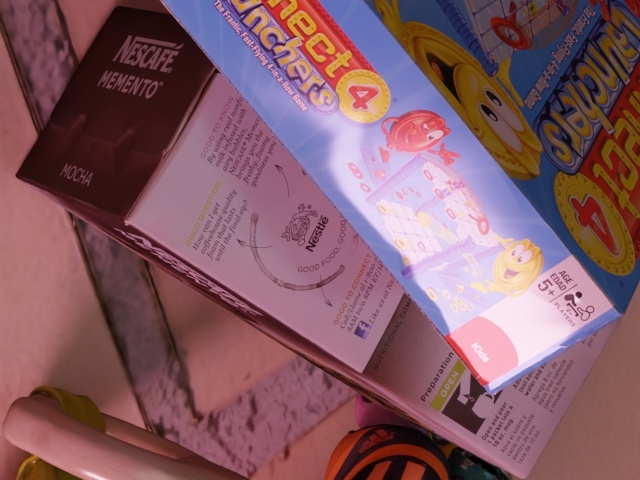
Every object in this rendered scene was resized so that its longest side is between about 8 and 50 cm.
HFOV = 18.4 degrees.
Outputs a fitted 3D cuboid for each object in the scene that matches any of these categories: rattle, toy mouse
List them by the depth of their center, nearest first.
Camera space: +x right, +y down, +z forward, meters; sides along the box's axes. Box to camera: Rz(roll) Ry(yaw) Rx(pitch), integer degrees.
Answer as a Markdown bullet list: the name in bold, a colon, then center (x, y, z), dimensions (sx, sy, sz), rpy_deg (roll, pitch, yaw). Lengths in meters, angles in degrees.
- **rattle**: center (-0.096, 0.170, 1.105), dimensions (0.130, 0.200, 0.142), rpy_deg (105, 10, -72)
- **toy mouse**: center (0.070, 0.136, 1.294), dimensions (0.161, 0.143, 0.031), rpy_deg (35, 92, -19)

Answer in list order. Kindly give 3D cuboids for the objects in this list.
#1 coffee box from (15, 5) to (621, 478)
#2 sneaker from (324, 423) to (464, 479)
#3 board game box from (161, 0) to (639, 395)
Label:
- **coffee box**: center (0.000, 0.000, 1.110), dimensions (0.297, 0.168, 0.119), rpy_deg (34, 83, -30)
- **sneaker**: center (0.016, 0.245, 1.257), dimensions (0.321, 0.125, 0.180), rpy_deg (-61, 179, 40)
- **board game box**: center (0.066, -0.121, 1.045), dimensions (0.302, 0.086, 0.308), rpy_deg (50, 32, -8)
